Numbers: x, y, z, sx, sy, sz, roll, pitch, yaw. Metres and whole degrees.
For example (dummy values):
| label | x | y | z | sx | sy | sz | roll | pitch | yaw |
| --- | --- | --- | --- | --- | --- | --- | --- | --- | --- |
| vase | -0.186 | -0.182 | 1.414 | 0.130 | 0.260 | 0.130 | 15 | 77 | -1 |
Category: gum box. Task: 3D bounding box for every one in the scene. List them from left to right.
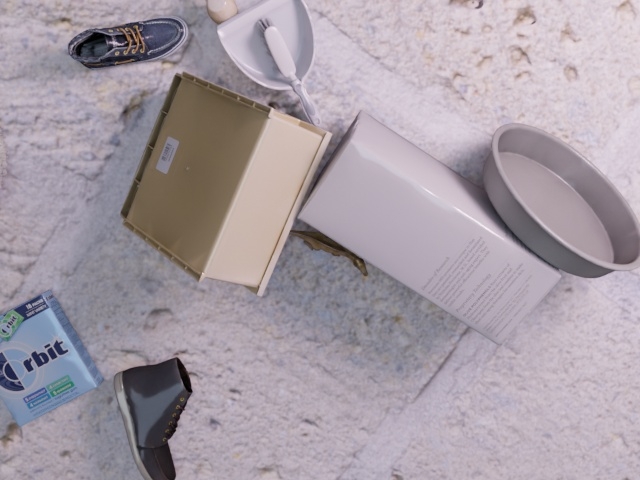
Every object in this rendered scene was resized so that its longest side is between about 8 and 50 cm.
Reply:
| label | x | y | z | sx | sy | sz | roll | pitch | yaw |
| --- | --- | --- | --- | --- | --- | --- | --- | --- | --- |
| gum box | -0.488 | 0.201 | 1.192 | 0.157 | 0.041 | 0.184 | -27 | 97 | 3 |

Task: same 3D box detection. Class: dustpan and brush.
| label | x | y | z | sx | sy | sz | roll | pitch | yaw |
| --- | --- | --- | --- | --- | --- | --- | --- | --- | --- |
| dustpan and brush | -0.053 | -0.276 | 1.117 | 0.147 | 0.060 | 0.211 | -32 | 121 | -6 |

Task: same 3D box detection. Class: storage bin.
| label | x | y | z | sx | sy | sz | roll | pitch | yaw |
| --- | --- | --- | --- | --- | --- | --- | --- | --- | --- |
| storage bin | -0.159 | -0.094 | 1.057 | 0.260 | 0.123 | 0.262 | 30 | 100 | 40 |

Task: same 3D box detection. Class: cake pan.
| label | x | y | z | sx | sy | sz | roll | pitch | yaw |
| --- | --- | --- | --- | --- | --- | --- | --- | --- | --- |
| cake pan | 0.367 | -0.059 | 1.070 | 0.293 | 0.293 | 0.054 | 33 | 130 | -5 |

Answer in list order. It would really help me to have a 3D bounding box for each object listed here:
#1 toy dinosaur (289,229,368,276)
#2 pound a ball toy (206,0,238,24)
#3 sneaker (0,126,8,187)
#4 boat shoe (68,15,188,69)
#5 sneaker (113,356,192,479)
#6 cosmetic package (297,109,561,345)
| label | x | y | z | sx | sy | sz | roll | pitch | yaw |
| --- | --- | --- | --- | --- | --- | --- | --- | --- | --- |
| toy dinosaur | 0.000 | 0.000 | 1.145 | 0.183 | 0.092 | 0.053 | 22 | 97 | -4 |
| pound a ball toy | -0.195 | -0.510 | 1.046 | 0.319 | 0.136 | 0.208 | 44 | 95 | -6 |
| sneaker | -0.608 | -0.195 | 1.109 | 0.146 | 0.102 | 0.293 | -14 | 94 | 5 |
| boat shoe | -0.300 | -0.311 | 1.099 | 0.183 | 0.083 | 0.065 | -17 | 98 | 1 |
| sneaker | -0.263 | 0.315 | 1.191 | 0.118 | 0.083 | 0.222 | -17 | 97 | 1 |
| cosmetic package | 0.168 | -0.028 | 1.080 | 0.366 | 0.197 | 0.155 | 32 | 115 | -4 |
